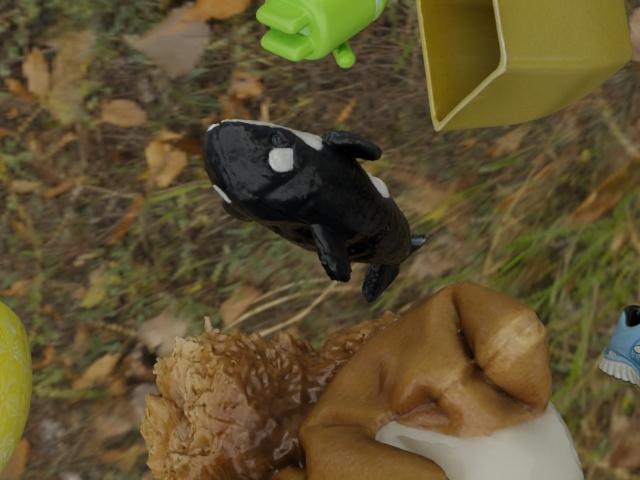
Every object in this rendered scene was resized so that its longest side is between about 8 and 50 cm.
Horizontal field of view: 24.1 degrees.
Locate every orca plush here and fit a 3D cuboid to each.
[{"bbox_3d":[0.000,0.000,1.282,0.151,0.287,0.102,-14,60,15],"label":"orca plush"}]

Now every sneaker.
[{"bbox_3d":[0.287,0.090,1.236,0.063,0.162,0.073,6,96,-26],"label":"sneaker"}]

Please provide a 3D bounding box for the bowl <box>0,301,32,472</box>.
[{"bbox_3d":[-0.370,0.182,1.273,0.289,0.289,0.156,-33,60,14],"label":"bowl"}]

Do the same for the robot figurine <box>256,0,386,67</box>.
[{"bbox_3d":[0.004,-0.182,1.147,0.067,0.115,0.101,25,140,36],"label":"robot figurine"}]

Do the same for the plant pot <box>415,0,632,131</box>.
[{"bbox_3d":[0.104,-0.104,0.737,0.083,0.081,0.081,0,72,-20],"label":"plant pot"}]

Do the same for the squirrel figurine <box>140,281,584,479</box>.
[{"bbox_3d":[-0.003,0.215,1.190,0.370,0.397,0.281,-32,116,-13],"label":"squirrel figurine"}]
